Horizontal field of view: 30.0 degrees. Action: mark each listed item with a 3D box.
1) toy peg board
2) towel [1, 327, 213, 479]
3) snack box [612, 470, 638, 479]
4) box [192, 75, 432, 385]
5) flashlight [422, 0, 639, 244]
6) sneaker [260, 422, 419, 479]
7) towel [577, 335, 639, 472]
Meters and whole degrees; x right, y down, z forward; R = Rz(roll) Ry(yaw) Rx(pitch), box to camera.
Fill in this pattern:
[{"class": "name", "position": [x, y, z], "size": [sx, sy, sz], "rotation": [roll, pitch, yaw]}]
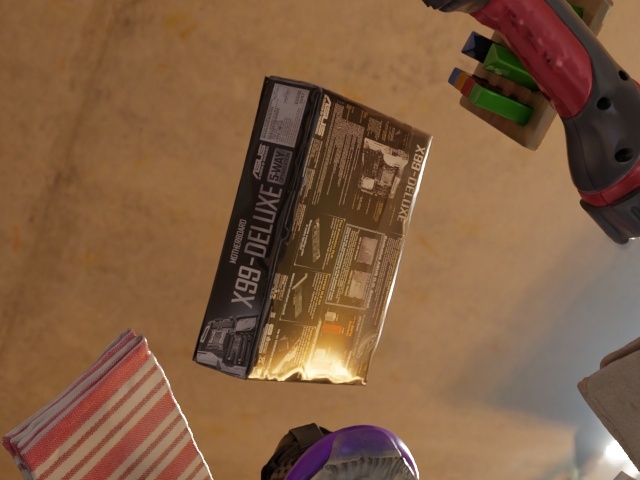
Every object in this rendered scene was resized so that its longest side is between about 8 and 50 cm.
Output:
[{"class": "toy peg board", "position": [0.188, -0.197, 1.198], "size": [0.079, 0.161, 0.161], "rotation": [20, -76, -26]}, {"class": "towel", "position": [-0.159, 0.188, 0.949], "size": [0.029, 0.144, 0.197], "rotation": [6, -53, 40]}, {"class": "snack box", "position": [0.396, 0.399, 1.686], "size": [0.037, 0.141, 0.100], "rotation": [30, -61, 26]}, {"class": "box", "position": [0.000, 0.000, 1.295], "size": [0.076, 0.308, 0.242], "rotation": [15, 1, 34]}, {"class": "flashlight", "position": [0.171, -0.130, 0.904], "size": [0.103, 0.103, 0.304], "rotation": [-43, -72, 11]}, {"class": "sneaker", "position": [-0.001, 0.185, 0.850], "size": [0.102, 0.146, 0.293], "rotation": [-4, -38, -10]}, {"class": "towel", "position": [0.392, 0.155, 1.139], "size": [0.187, 0.049, 0.282], "rotation": [53, -40, -1]}]
